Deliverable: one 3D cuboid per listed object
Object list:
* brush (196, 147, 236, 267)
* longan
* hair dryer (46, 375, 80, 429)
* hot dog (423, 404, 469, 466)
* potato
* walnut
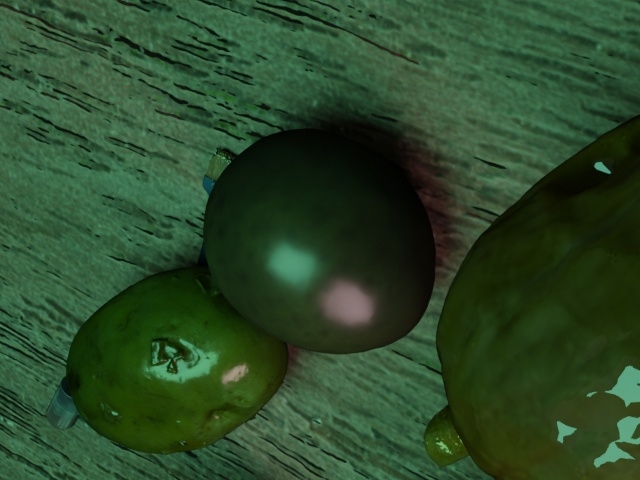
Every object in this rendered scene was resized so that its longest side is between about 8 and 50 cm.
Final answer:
[{"bbox_3d":[-0.102,-0.016,1.589,0.051,0.014,0.164,32,129,18],"label":"brush"},{"bbox_3d":[0.000,0.000,1.413,0.220,0.196,0.196,36,129,21],"label":"longan"},{"bbox_3d":[-0.251,0.204,1.799,0.114,0.037,0.063,35,131,5],"label":"hair dryer"},{"bbox_3d":[0.202,0.139,1.423,0.286,0.088,0.061,-28,90,37],"label":"hot dog"},{"bbox_3d":[-0.142,0.120,1.607,0.253,0.148,0.186,-12,134,31],"label":"potato"},{"bbox_3d":[0.281,0.055,1.134,0.398,0.354,0.308,-28,101,17],"label":"walnut"}]
